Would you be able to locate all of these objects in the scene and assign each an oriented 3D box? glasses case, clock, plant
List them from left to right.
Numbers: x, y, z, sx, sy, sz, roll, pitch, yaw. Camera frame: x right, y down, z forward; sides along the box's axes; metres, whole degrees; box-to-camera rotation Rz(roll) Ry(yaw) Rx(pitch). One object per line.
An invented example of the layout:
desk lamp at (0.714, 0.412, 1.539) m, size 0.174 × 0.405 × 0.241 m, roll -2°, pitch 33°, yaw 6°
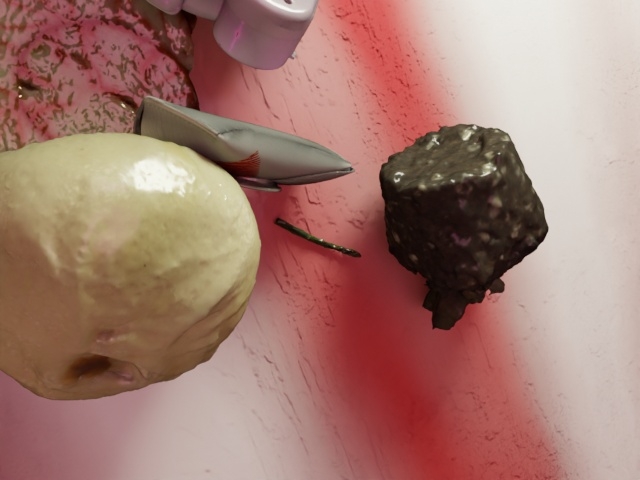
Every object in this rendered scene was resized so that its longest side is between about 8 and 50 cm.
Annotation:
clock at (-0.139, -0.387, 0.673) m, size 0.322 × 0.113 × 0.295 m, roll 25°, pitch 52°, yaw -18°
glasses case at (-0.082, -0.105, 0.715) m, size 0.308 × 0.128 × 0.083 m, roll 1°, pitch 106°, yaw -55°
plant at (0.226, -0.008, 0.877) m, size 0.215 × 0.213 × 0.312 m, roll -29°, pitch 116°, yaw -17°

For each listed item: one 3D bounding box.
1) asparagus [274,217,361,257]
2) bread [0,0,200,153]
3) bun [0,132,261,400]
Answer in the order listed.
asparagus at (0.000, 0.000, 0.893) m, size 0.163 × 0.016 × 0.016 m, roll 23°, pitch 70°, yaw -21°
bread at (-0.303, -0.184, 0.698) m, size 0.295 × 0.114 × 0.327 m, roll -1°, pitch 99°, yaw -22°
bun at (-0.237, 0.062, 0.622) m, size 0.365 × 0.202 × 0.364 m, roll -13°, pitch 145°, yaw -9°
